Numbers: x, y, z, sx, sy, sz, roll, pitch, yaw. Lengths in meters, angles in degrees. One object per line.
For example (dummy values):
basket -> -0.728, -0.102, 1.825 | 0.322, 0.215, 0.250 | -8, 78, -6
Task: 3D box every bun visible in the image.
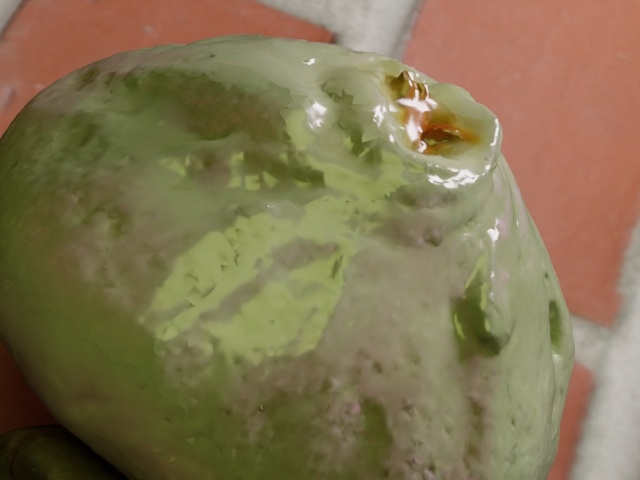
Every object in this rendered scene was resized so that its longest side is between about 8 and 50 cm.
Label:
bun -> 0.000, 0.000, 0.735 | 0.293, 0.187, 0.293 | 32, 18, -12

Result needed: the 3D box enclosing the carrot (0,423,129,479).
carrot -> -0.073, 0.215, 0.643 | 0.139, 0.138, 0.301 | -11, 63, -23
